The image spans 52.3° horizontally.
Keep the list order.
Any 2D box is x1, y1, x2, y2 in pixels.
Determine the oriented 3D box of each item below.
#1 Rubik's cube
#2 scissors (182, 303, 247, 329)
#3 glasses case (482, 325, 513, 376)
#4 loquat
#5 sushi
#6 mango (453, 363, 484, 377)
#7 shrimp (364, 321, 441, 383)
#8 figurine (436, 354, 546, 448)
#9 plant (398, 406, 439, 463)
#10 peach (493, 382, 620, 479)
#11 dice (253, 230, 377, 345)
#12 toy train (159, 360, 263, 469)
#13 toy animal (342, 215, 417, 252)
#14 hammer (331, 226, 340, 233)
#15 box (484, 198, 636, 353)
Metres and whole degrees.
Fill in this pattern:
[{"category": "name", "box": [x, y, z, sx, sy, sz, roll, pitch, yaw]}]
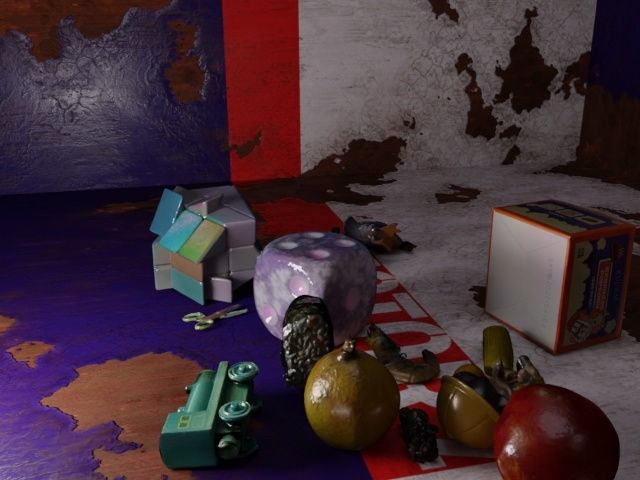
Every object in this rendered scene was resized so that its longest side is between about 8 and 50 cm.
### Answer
[{"category": "Rubik's cube", "box": [-0.372, 0.009, 2.152, 0.368, 0.358, 0.387, -8, 31, -19]}, {"category": "scissors", "box": [-0.316, 0.229, 1.990, 0.187, 0.019, 0.134, -14, 19, -31]}, {"category": "glasses case", "box": [0.471, 0.292, 1.729, 0.079, 0.064, 0.234, -3, 19, 14]}, {"category": "loquat", "box": [0.062, 0.318, 1.383, 0.214, 0.246, 0.213, -3, 21, 1]}, {"category": "sushi", "box": [-0.032, 0.251, 1.605, 0.136, 0.225, 0.126, -3, 20, -10]}, {"category": "mango", "box": [0.361, 0.343, 1.583, 0.080, 0.060, 0.114, 0, 22, 9]}, {"category": "shrimp", "box": [0.217, 0.295, 1.749, 0.169, 0.058, 0.296, 3, 21, -13]}, {"category": "figurine", "box": [0.372, 0.350, 1.400, 0.257, 0.167, 0.192, -11, -5, -22]}, {"category": "plant", "box": [0.207, 0.406, 1.386, 0.085, 0.087, 0.174, 33, 11, -12]}, {"category": "peach", "box": [0.433, 0.381, 1.214, 0.244, 0.243, 0.199, -15, -18, -37]}, {"category": "dice", "box": [-0.015, 0.135, 1.875, 0.271, 0.270, 0.270, 14, 24, 38]}, {"category": "toy train", "box": [-0.230, 0.372, 1.431, 0.194, 0.119, 0.298, -5, 19, 2]}, {"category": "toy animal", "box": [0.224, -0.014, 2.496, 0.299, 0.122, 0.185, 10, 0, -6]}, {"category": "hammer", "box": [0.046, -0.010, 2.380, 0.125, 0.026, 0.297, 8, 12, 3]}, {"category": "box", "box": [0.680, 0.089, 1.882, 0.257, 0.348, 0.319, -9, 19, -25]}]
